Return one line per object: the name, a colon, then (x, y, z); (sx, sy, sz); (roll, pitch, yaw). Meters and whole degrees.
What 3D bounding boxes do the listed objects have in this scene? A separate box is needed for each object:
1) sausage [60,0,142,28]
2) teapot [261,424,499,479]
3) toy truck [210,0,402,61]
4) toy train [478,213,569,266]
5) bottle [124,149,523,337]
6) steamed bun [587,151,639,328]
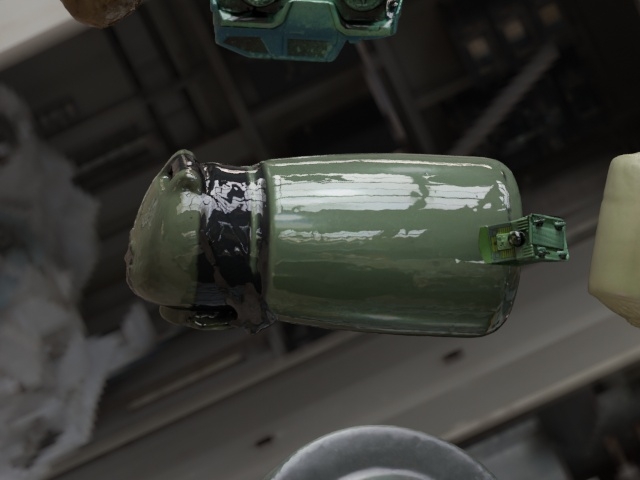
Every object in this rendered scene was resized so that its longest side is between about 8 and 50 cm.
sausage: (-0.205, -0.499, 2.400); (0.136, 0.501, 0.123); (13, -19, 33)
teapot: (0.039, 0.322, 1.384); (0.239, 0.239, 0.321); (125, -51, -64)
toy truck: (-0.020, -0.354, 2.643); (0.155, 0.279, 0.156); (-85, 179, -61)
toy train: (0.171, 0.001, 1.496); (0.093, 0.056, 0.038); (4, 78, -62)
bottle: (-0.001, 0.002, 1.618); (0.168, 0.347, 0.168); (-178, -90, -81)
steamed bun: (0.406, 0.012, 1.887); (0.250, 0.200, 0.155); (20, -6, -39)
